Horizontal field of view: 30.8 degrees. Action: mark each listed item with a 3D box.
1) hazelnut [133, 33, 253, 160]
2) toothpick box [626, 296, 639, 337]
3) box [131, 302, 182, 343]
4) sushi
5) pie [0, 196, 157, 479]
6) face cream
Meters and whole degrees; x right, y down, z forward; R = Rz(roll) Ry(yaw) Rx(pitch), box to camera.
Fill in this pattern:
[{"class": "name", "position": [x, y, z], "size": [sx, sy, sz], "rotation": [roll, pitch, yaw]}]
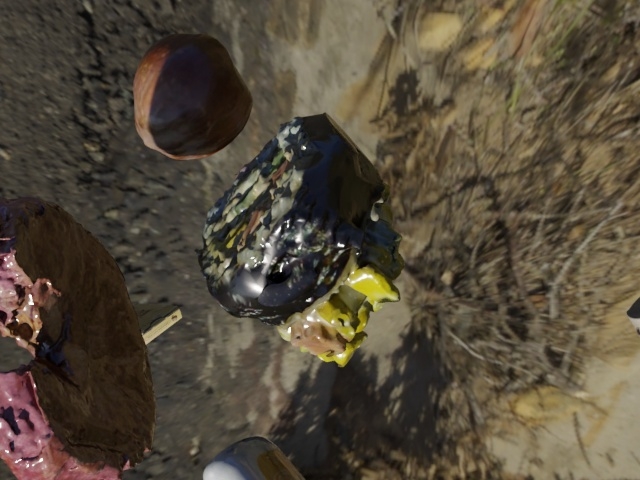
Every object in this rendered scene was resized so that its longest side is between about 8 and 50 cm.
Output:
[{"class": "hazelnut", "position": [-0.151, -0.160, 1.301], "size": [0.143, 0.154, 0.143], "rotation": [-1, 78, 2]}, {"class": "toothpick box", "position": [0.484, 0.140, 1.482], "size": [0.111, 0.111, 0.180], "rotation": [-34, 98, 2]}, {"class": "box", "position": [-0.242, 0.111, 1.529], "size": [0.073, 0.149, 0.020], "rotation": [-36, 108, -28]}, {"class": "sushi", "position": [0.000, 0.000, 1.783], "size": [0.285, 0.328, 0.328], "rotation": [32, 101, -19]}, {"class": "pie", "position": [-0.180, 0.072, 0.815], "size": [0.054, 0.204, 0.218], "rotation": [-21, 81, 13]}, {"class": "face cream", "position": [0.005, 0.315, 1.107], "size": [0.071, 0.144, 0.291], "rotation": [-43, 73, 8]}]
